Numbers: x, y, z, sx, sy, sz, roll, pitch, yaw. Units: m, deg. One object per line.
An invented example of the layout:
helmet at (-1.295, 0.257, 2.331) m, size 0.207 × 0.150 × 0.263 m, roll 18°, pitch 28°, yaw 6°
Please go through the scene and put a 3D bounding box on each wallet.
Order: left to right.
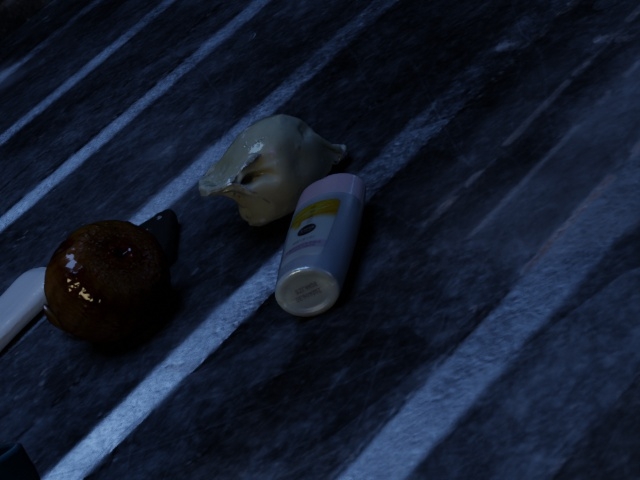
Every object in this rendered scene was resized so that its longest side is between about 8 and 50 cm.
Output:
wallet at (-0.395, 0.099, 1.896) m, size 0.095 × 0.033 × 0.190 m, roll -2°, pitch 39°, yaw 48°

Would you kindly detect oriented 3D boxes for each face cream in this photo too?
face cream at (0.000, 0.000, 1.551) m, size 0.084 × 0.057 × 0.198 m, roll -23°, pitch 26°, yaw 20°

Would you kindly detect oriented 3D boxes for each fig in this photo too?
fig at (-0.263, 0.071, 1.704) m, size 0.146 × 0.134 × 0.201 m, roll -17°, pitch -20°, yaw -51°

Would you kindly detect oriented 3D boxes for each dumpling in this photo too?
dumpling at (-0.062, -0.079, 1.729) m, size 0.199 × 0.118 × 0.136 m, roll -16°, pitch -1°, yaw -37°

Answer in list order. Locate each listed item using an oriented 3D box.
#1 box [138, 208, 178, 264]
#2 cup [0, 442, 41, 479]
box at (-0.231, 0.020, 1.847) m, size 0.126 × 0.027 × 0.125 m, roll -29°, pitch 24°, yaw 11°
cup at (-0.418, 0.261, 1.279) m, size 0.292 × 0.242 × 0.308 m, roll -18°, pitch 39°, yaw 61°
